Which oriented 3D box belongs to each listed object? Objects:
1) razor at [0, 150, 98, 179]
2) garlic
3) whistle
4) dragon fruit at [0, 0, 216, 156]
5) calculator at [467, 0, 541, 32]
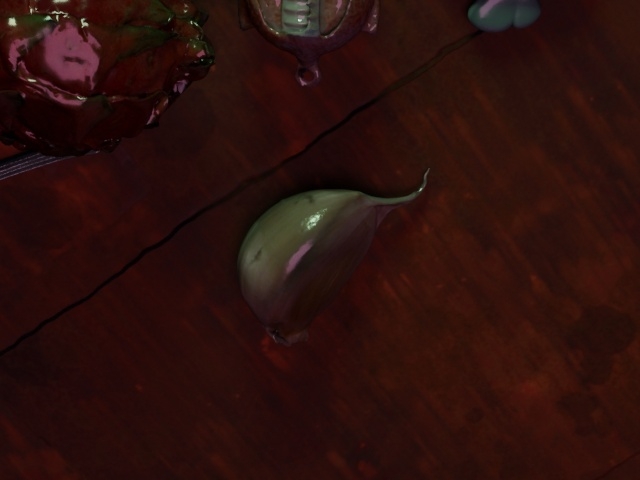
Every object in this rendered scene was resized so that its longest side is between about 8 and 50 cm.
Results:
[{"bbox_3d":[-0.337,-0.081,2.092,0.191,0.037,0.068,-21,124,-1],"label":"razor"},{"bbox_3d":[0.002,-0.003,2.164,0.266,0.148,0.128,-44,80,18],"label":"garlic"},{"bbox_3d":[-0.010,-0.328,1.972,0.142,0.134,0.346,11,112,26],"label":"whistle"},{"bbox_3d":[-0.255,-0.206,1.934,0.299,0.244,0.244,-4,119,-21],"label":"dragon fruit"},{"bbox_3d":[0.221,-0.363,2.033,0.185,0.041,0.299,3,116,-11],"label":"calculator"}]
